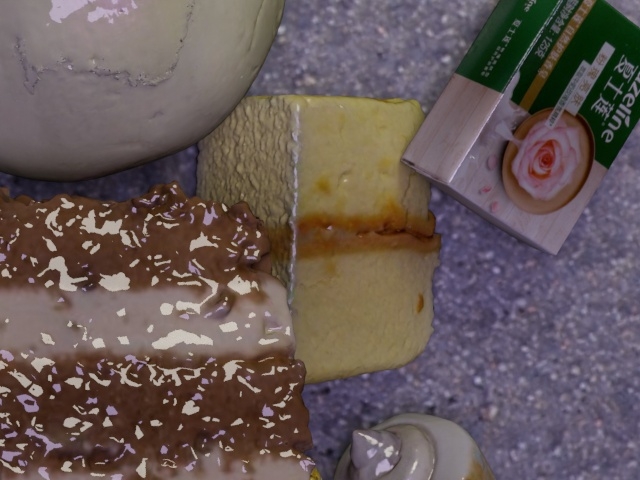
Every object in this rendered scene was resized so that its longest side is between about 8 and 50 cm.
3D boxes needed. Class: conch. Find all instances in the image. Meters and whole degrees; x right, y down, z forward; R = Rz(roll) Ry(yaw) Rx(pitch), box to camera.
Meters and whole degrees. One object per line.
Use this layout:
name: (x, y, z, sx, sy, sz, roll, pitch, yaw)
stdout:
conch: (0.103, 0.251, 1.535, 0.158, 0.127, 0.255, -45, 100, -3)

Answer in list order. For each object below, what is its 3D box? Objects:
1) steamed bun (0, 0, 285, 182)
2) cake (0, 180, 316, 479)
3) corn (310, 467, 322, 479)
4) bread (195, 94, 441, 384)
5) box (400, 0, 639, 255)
steamed bun: (-0.182, -0.201, 1.409, 0.334, 0.233, 0.312, -28, 97, -3)
cake: (-0.168, 0.127, 1.369, 0.256, 0.282, 0.290, 1, 75, -21)
corn: (-0.096, 0.214, 1.538, 0.203, 0.072, 0.072, 1, 95, -7)
bread: (0.000, 0.000, 1.552, 0.178, 0.135, 0.240, -2, 95, -41)
box: (0.177, -0.107, 1.517, 0.135, 0.081, 0.199, 30, 93, -33)
